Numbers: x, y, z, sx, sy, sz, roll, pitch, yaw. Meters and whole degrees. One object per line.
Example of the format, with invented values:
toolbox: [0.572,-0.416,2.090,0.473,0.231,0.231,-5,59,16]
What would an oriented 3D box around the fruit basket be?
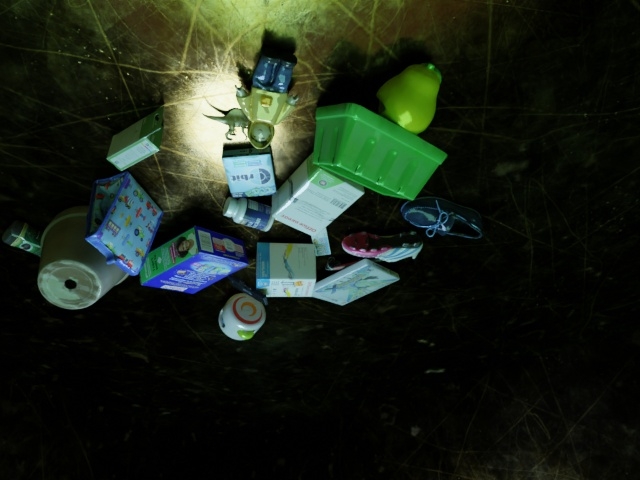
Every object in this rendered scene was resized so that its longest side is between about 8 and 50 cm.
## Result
fruit basket: [0.196,-0.338,1.364,0.392,0.283,0.391,-6,103,-25]

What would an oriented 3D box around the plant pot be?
plant pot: [-0.818,0.078,1.595,0.323,0.280,0.323,-4,117,-8]

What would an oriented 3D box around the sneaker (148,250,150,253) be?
sneaker: [-0.683,0.014,1.773,0.066,0.071,0.188,0,141,-7]

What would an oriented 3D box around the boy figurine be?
boy figurine: [-0.158,-0.390,1.307,0.177,0.092,0.285,10,128,-18]

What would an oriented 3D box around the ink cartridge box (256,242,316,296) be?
ink cartridge box: [-0.143,0.121,1.881,0.233,0.168,0.171,1,149,-9]

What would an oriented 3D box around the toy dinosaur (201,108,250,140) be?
toy dinosaur: [-0.266,-0.354,1.404,0.183,0.053,0.092,-2,126,-17]

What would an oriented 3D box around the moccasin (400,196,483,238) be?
moccasin: [0.476,-0.082,1.762,0.342,0.116,0.137,6,140,-14]

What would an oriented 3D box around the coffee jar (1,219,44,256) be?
coffee jar: [-1.052,0.000,1.705,0.096,0.079,0.184,-30,136,28]

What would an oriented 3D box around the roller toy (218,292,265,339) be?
roller toy: [-0.361,0.351,2.137,0.191,0.209,0.146,41,131,1]

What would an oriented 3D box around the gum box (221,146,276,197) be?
gum box: [-0.235,-0.225,1.559,0.157,0.041,0.184,-5,140,-1]

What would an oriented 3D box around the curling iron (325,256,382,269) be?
curling iron: [0.155,0.088,1.986,0.274,0.068,0.035,-7,140,-7]

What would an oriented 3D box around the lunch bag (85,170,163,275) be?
lunch bag: [-0.652,-0.041,1.535,0.138,0.293,0.221,-14,140,10]

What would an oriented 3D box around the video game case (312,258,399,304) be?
video game case: [0.145,0.194,2.074,0.329,0.036,0.300,-29,149,26]

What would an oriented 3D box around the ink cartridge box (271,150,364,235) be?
ink cartridge box: [-0.014,-0.159,1.609,0.198,0.114,0.273,25,132,-31]

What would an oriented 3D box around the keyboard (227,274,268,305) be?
keyboard: [-0.287,0.190,1.842,0.180,0.023,0.108,26,155,19]

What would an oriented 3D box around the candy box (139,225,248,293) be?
candy box: [-0.490,0.084,1.796,0.317,0.122,0.268,-27,155,23]

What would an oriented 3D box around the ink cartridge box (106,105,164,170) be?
ink cartridge box: [-0.527,-0.301,1.377,0.209,0.109,0.062,-23,138,19]

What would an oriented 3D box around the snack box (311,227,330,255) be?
snack box: [0.000,0.000,1.879,0.064,0.022,0.178,-7,141,4]

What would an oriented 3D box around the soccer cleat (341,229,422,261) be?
soccer cleat: [0.250,0.040,1.886,0.332,0.116,0.143,-2,141,-5]

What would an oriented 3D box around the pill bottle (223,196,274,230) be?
pill bottle: [-0.258,-0.099,1.670,0.169,0.094,0.094,17,136,-26]
